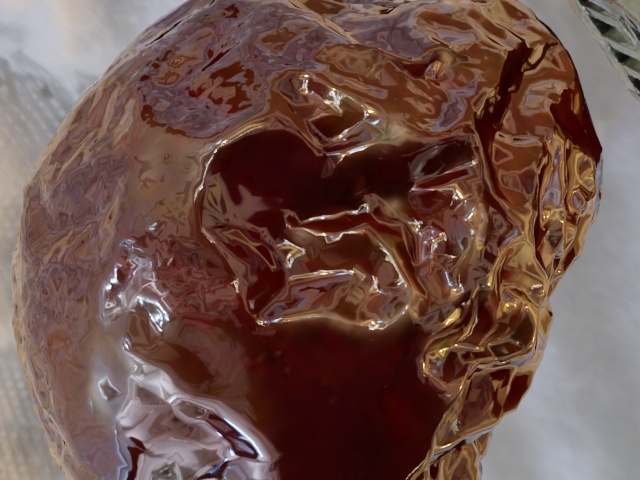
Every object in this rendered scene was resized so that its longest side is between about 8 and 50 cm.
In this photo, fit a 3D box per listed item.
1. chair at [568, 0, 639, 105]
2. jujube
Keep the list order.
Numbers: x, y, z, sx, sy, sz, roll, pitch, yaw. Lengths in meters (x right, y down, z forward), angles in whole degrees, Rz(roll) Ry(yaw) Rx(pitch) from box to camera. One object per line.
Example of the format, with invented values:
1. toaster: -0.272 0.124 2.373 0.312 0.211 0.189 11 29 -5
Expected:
1. chair: 0.266 -0.135 0.968 0.147 0.270 0.136 -36 112 7
2. jujube: -0.002 0.000 0.798 0.276 0.377 0.276 10 120 17
